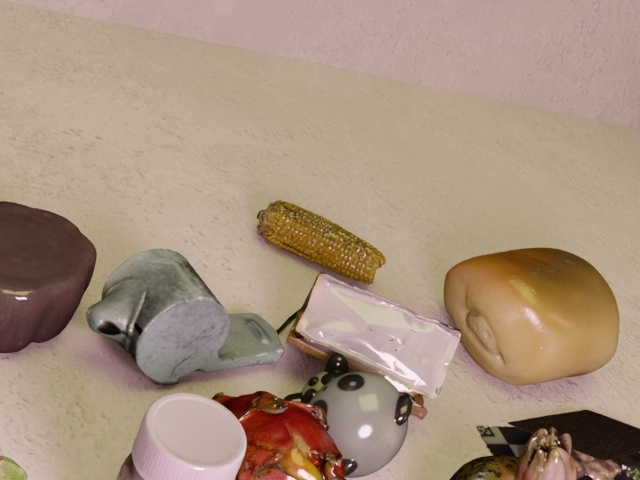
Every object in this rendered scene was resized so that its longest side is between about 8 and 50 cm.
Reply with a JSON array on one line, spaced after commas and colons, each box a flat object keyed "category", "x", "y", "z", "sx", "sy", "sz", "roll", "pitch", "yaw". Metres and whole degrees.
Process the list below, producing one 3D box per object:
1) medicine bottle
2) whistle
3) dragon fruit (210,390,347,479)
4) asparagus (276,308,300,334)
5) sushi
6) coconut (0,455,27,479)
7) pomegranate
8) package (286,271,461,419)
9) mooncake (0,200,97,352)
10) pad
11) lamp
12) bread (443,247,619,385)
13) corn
[{"category": "medicine bottle", "x": -0.216, "y": 0.367, "z": 1.521, "sx": 0.165, "sy": 0.273, "sz": 0.165, "roll": 18, "pitch": 28, "yaw": -10}, {"category": "whistle", "x": -0.246, "y": 0.167, "z": 1.976, "sx": 0.404, "sy": 0.188, "sz": 0.168, "roll": 40, "pitch": 5, "yaw": -48}, {"category": "dragon fruit", "x": -0.084, "y": 0.358, "z": 1.668, "sx": 0.314, "sy": 0.250, "sz": 0.250, "roll": -7, "pitch": 13, "yaw": 32}, {"category": "asparagus", "x": -0.073, "y": 0.176, "z": 2.203, "sx": 0.016, "sy": 0.013, "sz": 0.166, "roll": 20, "pitch": 27, "yaw": 17}, {"category": "sushi", "x": 0.538, "y": 0.443, "z": 2.113, "sx": 0.372, "sy": 0.100, "sz": 0.296, "roll": 8, "pitch": 33, "yaw": -26}, {"category": "coconut", "x": -0.474, "y": 0.359, "z": 1.556, "sx": 0.082, "sy": 0.081, "sz": 0.083, "roll": -20, "pitch": 57, "yaw": -5}, {"category": "pomegranate", "x": 0.327, "y": 0.442, "z": 1.718, "sx": 0.284, "sy": 0.341, "sz": 0.285, "roll": 14, "pitch": 29, "yaw": -8}, {"category": "package", "x": 0.088, "y": 0.228, "z": 2.090, "sx": 0.311, "sy": 0.221, "sz": 0.165, "roll": 25, "pitch": 54, "yaw": -2}, {"category": "mooncake", "x": -0.562, "y": 0.063, "z": 1.898, "sx": 0.306, "sy": 0.154, "sz": 0.306, "roll": 19, "pitch": 29, "yaw": -11}, {"category": "pad", "x": 0.554, "y": 0.390, "z": 2.138, "sx": 0.220, "sy": 0.004, "sz": 0.330, "roll": 17, "pitch": 9, "yaw": 42}, {"category": "lamp", "x": 0.047, "y": 0.315, "z": 1.900, "sx": 0.197, "sy": 0.198, "sz": 0.244, "roll": 4, "pitch": 17, "yaw": -30}, {"category": "bread", "x": 0.484, "y": 0.156, "z": 2.396, "sx": 0.375, "sy": 0.253, "sz": 0.348, "roll": -3, "pitch": 42, "yaw": -36}, {"category": "corn", "x": 0.000, "y": 0.000, "z": 2.450, "sx": 0.317, "sy": 0.115, "sz": 0.115, "roll": 25, "pitch": 29, "yaw": 4}]
